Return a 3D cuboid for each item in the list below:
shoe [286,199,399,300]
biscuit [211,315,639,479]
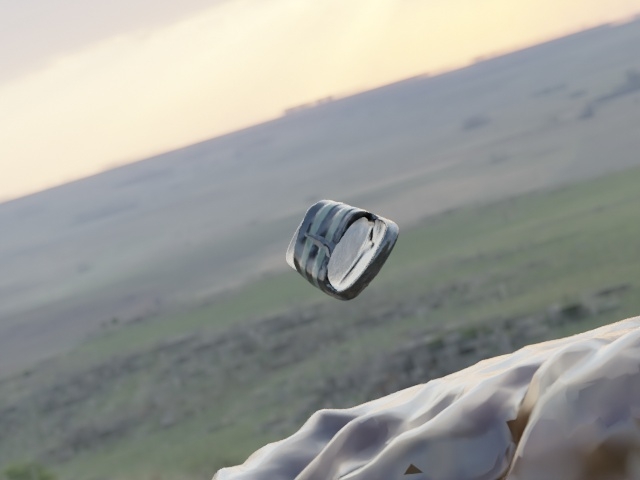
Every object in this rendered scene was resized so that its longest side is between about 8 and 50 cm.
[{"bbox_3d":[0.000,0.000,1.448,0.071,0.049,0.179,-62,21,-4],"label":"shoe"},{"bbox_3d":[0.170,0.082,0.531,0.395,0.166,0.342,-19,-9,42],"label":"biscuit"}]
